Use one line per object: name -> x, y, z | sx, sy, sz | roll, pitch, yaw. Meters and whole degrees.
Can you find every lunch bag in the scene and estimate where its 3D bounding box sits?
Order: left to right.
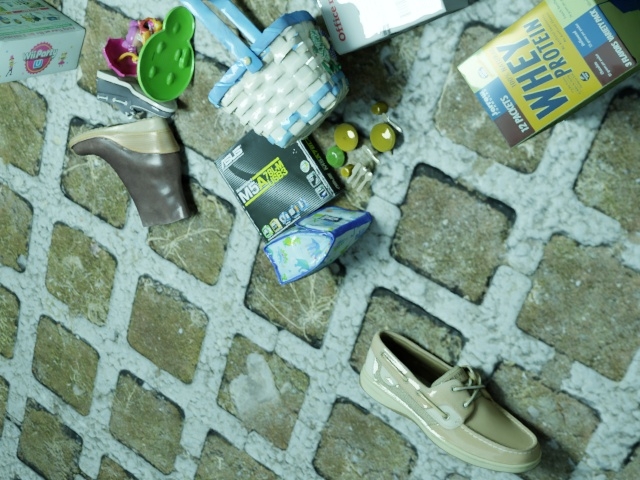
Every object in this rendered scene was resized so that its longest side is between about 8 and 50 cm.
lunch bag -> 0.000, 0.000, 1.693 | 0.151, 0.129, 0.096 | -24, 93, 38

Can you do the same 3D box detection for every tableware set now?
tableware set -> 0.071, -0.164, 1.655 | 0.104, 0.024, 0.154 | 45, 126, 16

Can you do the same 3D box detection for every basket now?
basket -> -0.095, -0.295, 1.581 | 0.289, 0.255, 0.201 | 41, 105, -3

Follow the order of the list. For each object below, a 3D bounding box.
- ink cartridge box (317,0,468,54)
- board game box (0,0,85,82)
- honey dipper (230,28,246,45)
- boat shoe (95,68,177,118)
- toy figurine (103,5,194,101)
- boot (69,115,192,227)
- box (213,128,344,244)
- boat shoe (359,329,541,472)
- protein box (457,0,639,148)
ink cartridge box -> 0.101, -0.388, 1.513 | 0.203, 0.086, 0.148 | -14, 98, 37
board game box -> -0.642, -0.427, 1.905 | 0.303, 0.224, 0.097 | 35, 121, 19
honey dipper -> -0.109, -0.304, 1.719 | 0.030, 0.030, 0.160 | -42, 80, 36
boat shoe -> -0.347, -0.260, 1.860 | 0.206, 0.075, 0.064 | 29, 111, 32
toy figurine -> -0.323, -0.352, 1.804 | 0.159, 0.130, 0.173 | 21, 96, 36
boot -> -0.370, -0.123, 1.916 | 0.249, 0.090, 0.206 | -6, 101, 31
box -> -0.076, -0.115, 1.754 | 0.191, 0.045, 0.184 | -35, 88, 36
boat shoe -> 0.215, 0.265, 1.650 | 0.341, 0.122, 0.110 | 27, 120, 25
protein box -> 0.333, -0.250, 1.338 | 0.201, 0.200, 0.136 | -35, 86, 37
